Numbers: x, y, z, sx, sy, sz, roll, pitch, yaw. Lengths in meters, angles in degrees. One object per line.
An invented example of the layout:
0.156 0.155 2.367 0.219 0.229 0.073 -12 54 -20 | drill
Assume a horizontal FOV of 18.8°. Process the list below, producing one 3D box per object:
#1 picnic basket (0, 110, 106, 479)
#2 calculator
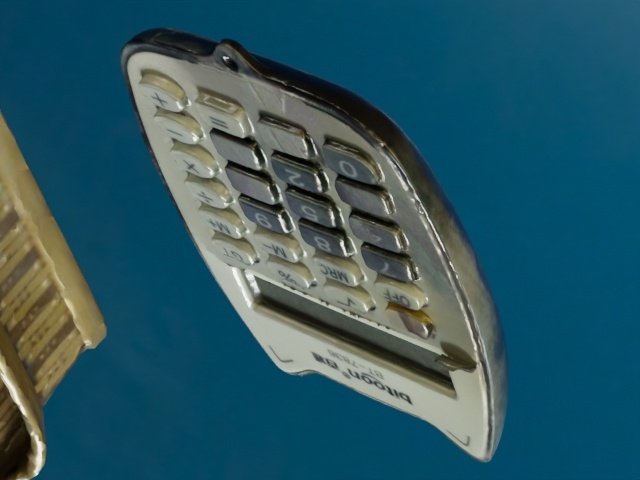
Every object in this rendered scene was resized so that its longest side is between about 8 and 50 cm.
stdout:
-0.250 -0.014 0.600 0.175 0.312 0.228 -52 -34 -26 | picnic basket
0.000 0.000 0.873 0.040 0.177 0.268 -55 -33 -21 | calculator
